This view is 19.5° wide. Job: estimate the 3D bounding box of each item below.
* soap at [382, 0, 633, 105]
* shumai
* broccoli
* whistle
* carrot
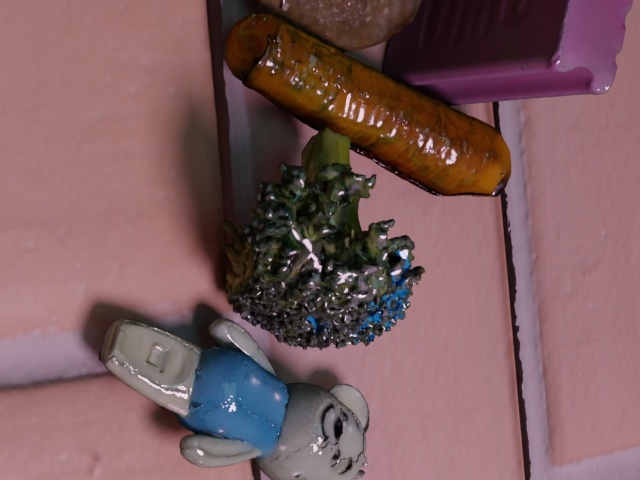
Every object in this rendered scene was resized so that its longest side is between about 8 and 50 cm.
[{"bbox_3d":[0.141,-0.168,1.399,0.065,0.203,0.122,21,77,-35],"label":"soap"},{"bbox_3d":[0.026,-0.250,1.357,0.153,0.161,0.209,-78,173,-45],"label":"shumai"},{"bbox_3d":[0.000,0.000,1.324,0.167,0.154,0.160,25,51,-34],"label":"broccoli"},{"bbox_3d":[-0.052,0.117,1.311,0.236,0.077,0.114,31,59,-31],"label":"whistle"},{"bbox_3d":[0.040,-0.097,1.398,0.260,0.070,0.070,26,72,-35],"label":"carrot"}]
